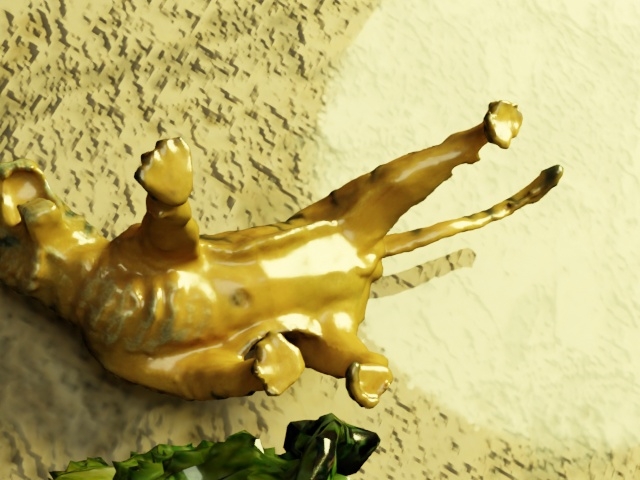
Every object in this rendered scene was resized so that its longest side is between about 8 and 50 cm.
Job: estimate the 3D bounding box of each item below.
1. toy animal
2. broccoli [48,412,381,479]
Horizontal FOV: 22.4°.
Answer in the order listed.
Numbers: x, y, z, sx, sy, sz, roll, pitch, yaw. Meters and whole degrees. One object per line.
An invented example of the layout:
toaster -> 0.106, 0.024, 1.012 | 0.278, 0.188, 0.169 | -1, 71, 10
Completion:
toy animal -> 0.000, 0.008, 0.673 | 0.255, 0.116, 0.114 | -8, 91, -32
broccoli -> -0.057, 0.203, 0.420 | 0.321, 0.283, 0.304 | -38, 67, -4
